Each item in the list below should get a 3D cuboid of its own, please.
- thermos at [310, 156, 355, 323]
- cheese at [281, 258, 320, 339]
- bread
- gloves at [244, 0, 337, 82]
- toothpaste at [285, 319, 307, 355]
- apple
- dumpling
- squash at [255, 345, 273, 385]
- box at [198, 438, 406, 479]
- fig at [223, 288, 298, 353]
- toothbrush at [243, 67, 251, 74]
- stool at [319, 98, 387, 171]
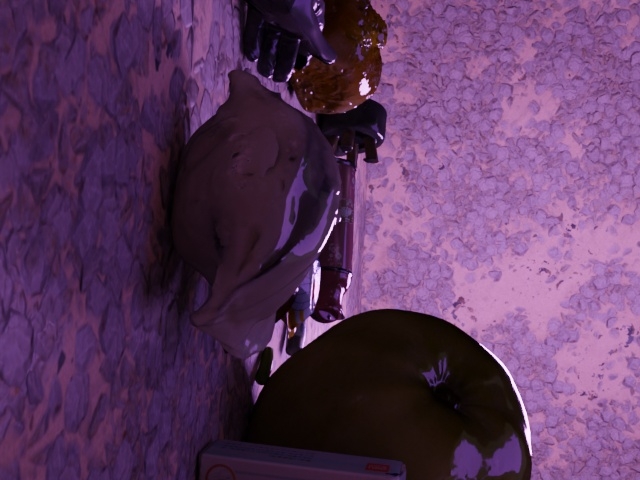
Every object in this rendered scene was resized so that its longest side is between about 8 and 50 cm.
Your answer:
[{"bbox_3d":[0.009,0.000,1.792,0.136,0.110,0.330,43,47,-68],"label":"thermos"},{"bbox_3d":[-0.038,0.039,1.577,0.177,0.069,0.270,-5,101,-81],"label":"cheese"},{"bbox_3d":[0.034,-0.353,1.630,0.246,0.176,0.195,75,22,-67],"label":"bread"},{"bbox_3d":[-0.051,-0.313,1.212,0.119,0.142,0.285,-54,162,-18],"label":"gloves"},{"bbox_3d":[-0.040,0.128,1.815,0.062,0.039,0.239,80,13,-49],"label":"toothpaste"},{"bbox_3d":[0.111,0.330,1.410,0.473,0.474,0.473,4,90,-82],"label":"apple"},{"bbox_3d":[-0.063,-0.026,1.004,0.243,0.187,0.318,76,16,-57],"label":"dumpling"},{"bbox_3d":[-0.093,0.210,1.512,0.089,0.027,0.027,-80,170,-51],"label":"squash"},{"bbox_3d":[-0.025,0.341,1.155,0.079,0.269,0.135,-12,107,-81],"label":"box"},{"bbox_3d":[-0.095,0.079,1.192,0.154,0.103,0.109,-57,-142,6],"label":"fig"},{"bbox_3d":[-0.104,-0.112,1.262,0.022,0.026,0.263,-59,153,-87],"label":"toothbrush"},{"bbox_3d":[0.075,-0.238,2.068,0.228,0.153,0.139,73,22,-70],"label":"stool"}]
